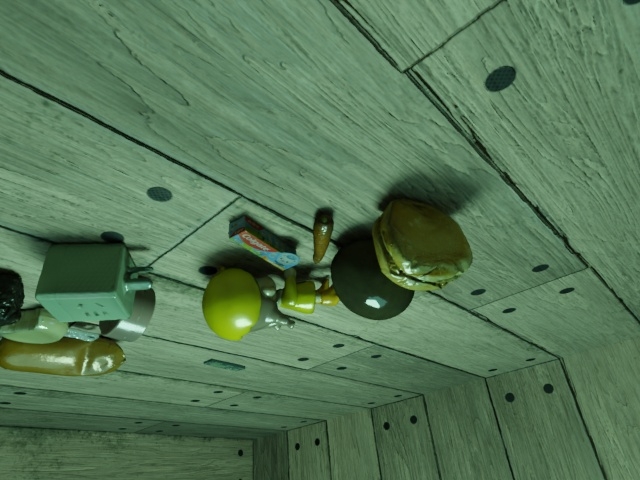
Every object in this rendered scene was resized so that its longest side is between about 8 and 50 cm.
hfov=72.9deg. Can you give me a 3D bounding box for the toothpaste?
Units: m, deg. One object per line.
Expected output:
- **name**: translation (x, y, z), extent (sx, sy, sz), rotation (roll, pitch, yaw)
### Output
- **toothpaste**: translation (-0.120, 0.006, 1.000), extent (0.070, 0.044, 0.193), rotation (-24, 144, 24)

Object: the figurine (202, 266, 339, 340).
- **figurine**: translation (-0.129, 0.151, 1.118), extent (0.343, 0.187, 0.215), rotation (-4, 161, -15)

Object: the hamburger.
- **hamburger**: translation (0.213, 0.010, 0.919), extent (0.213, 0.214, 0.108), rotation (11, 143, -24)

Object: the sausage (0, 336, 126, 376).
- **sausage**: translation (-0.806, 0.359, 1.370), extent (0.354, 0.134, 0.116), rotation (18, 173, -31)

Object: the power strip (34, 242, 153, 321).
- **power strip**: translation (-0.494, 0.096, 0.993), extent (0.224, 0.139, 0.140), rotation (0, 146, -9)

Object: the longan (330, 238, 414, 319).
- **longan**: translation (0.129, 0.095, 1.048), extent (0.196, 0.197, 0.220), rotation (-27, 130, 30)

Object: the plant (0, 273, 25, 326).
- **plant**: translation (-0.821, 0.140, 1.017), extent (0.203, 0.131, 0.142), rotation (5, 149, -13)

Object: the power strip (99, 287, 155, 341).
- **power strip**: translation (-0.495, 0.179, 1.115), extent (0.154, 0.154, 0.078), rotation (-29, 138, 32)

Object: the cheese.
- **cheese**: translation (-0.800, 0.265, 1.274), extent (0.163, 0.071, 0.249), rotation (-15, 147, 14)

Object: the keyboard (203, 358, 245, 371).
- **keyboard**: translation (-0.394, 0.516, 1.787), extent (0.055, 0.014, 0.176), rotation (-25, 143, 32)

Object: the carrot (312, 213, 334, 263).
- **carrot**: translation (0.000, 0.000, 1.014), extent (0.047, 0.047, 0.191), rotation (-1, 151, -7)
